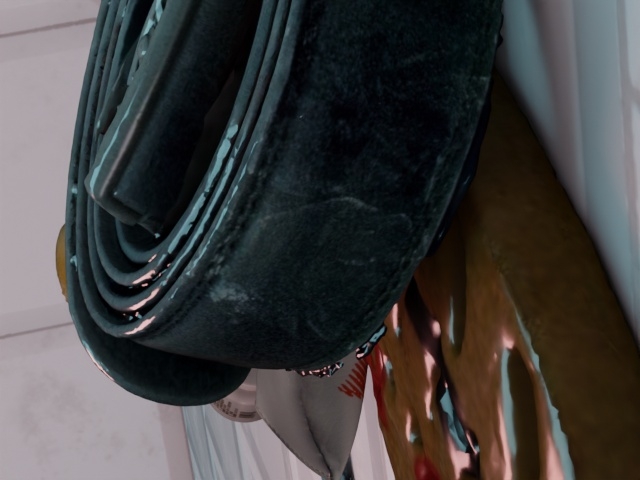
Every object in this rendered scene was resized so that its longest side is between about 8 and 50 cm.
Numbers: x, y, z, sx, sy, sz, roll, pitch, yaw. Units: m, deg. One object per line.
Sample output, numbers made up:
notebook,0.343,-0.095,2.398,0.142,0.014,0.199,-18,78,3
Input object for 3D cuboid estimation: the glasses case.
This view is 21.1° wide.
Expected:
glasses case,0.000,0.002,1.009,0.128,0.083,0.308,-120,20,-48

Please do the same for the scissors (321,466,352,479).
scissors,-0.022,0.016,1.319,0.180,0.032,0.393,-138,37,-76

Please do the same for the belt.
belt,-0.028,-0.059,0.686,0.206,0.116,0.267,29,104,61

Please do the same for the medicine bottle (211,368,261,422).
medicine bottle,-0.064,0.115,1.550,0.140,0.079,0.079,110,147,-72

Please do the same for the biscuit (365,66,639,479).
biscuit,0.064,0.076,0.767,0.367,0.063,0.314,-112,15,-45

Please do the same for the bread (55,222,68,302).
bread,-0.179,0.031,1.799,0.314,0.192,0.171,108,151,-72
